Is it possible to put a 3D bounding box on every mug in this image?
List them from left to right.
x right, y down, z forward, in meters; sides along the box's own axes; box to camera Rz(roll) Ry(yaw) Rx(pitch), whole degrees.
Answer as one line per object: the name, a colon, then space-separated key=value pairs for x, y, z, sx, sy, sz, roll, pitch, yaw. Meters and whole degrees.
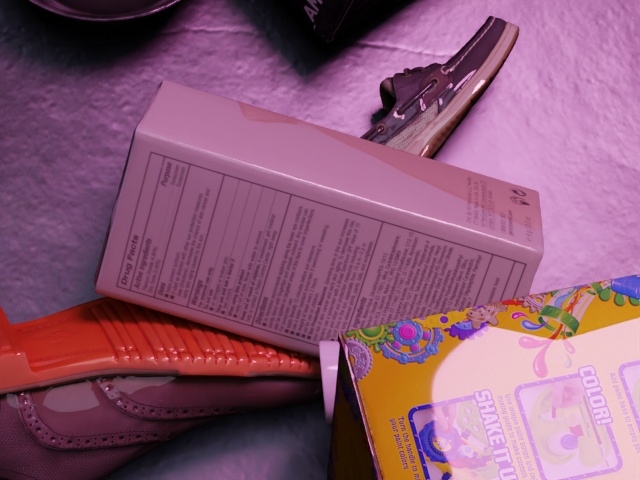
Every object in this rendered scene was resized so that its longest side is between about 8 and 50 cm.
mug: x=0.033 y=0.102 z=1.165 sx=0.064 sy=0.078 sz=0.062 roll=-6 pitch=79 yaw=0

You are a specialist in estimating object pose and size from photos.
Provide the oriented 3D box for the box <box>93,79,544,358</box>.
box: x=0.000 y=0.000 z=1.212 sx=0.311 sy=0.121 sz=0.148 roll=18 pitch=115 yaw=-3

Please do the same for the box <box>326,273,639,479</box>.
box: x=0.160 y=0.172 z=1.104 sx=0.279 sy=0.290 sz=0.177 roll=-11 pitch=61 yaw=-8

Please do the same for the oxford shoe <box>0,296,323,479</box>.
oxford shoe: x=-0.163 y=0.121 z=1.217 sx=0.364 sy=0.130 sz=0.132 roll=-1 pitch=110 yaw=-14

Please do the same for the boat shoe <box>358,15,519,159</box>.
boat shoe: x=0.079 y=-0.109 z=1.313 sx=0.073 sy=0.080 sz=0.223 roll=38 pitch=77 yaw=2

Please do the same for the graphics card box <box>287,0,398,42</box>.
graphics card box: x=-0.019 y=-0.368 z=1.359 sx=0.233 sy=0.094 sz=0.371 roll=-33 pitch=78 yaw=-29

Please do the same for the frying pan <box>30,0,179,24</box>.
frying pan: x=-0.234 y=-0.286 z=1.356 sx=0.326 sy=0.053 sz=0.197 roll=29 pitch=62 yaw=14
